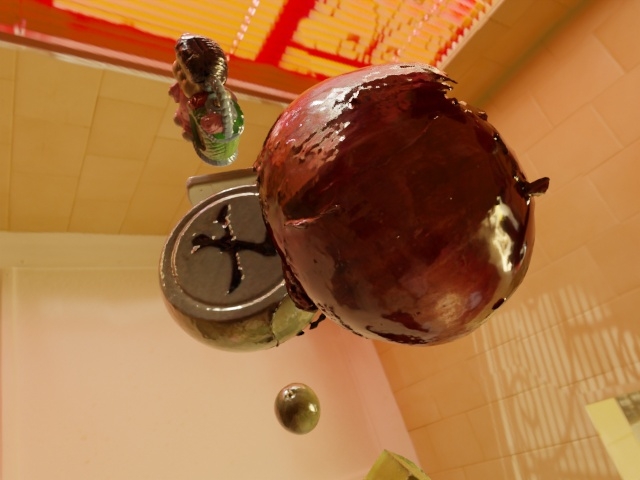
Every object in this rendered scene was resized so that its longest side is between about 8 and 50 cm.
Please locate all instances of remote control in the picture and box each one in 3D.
[{"bbox_3d":[-0.159,-0.102,0.888,0.190,0.087,0.029,-11,-119,-8],"label":"remote control"}]

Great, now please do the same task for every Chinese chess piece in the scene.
[{"bbox_3d":[-0.093,0.032,0.607,0.237,0.092,0.238,-6,-127,8],"label":"Chinese chess piece"}]

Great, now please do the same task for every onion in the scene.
[{"bbox_3d":[0.063,-0.028,0.455,0.276,0.276,0.276,19,-130,-24],"label":"onion"}]

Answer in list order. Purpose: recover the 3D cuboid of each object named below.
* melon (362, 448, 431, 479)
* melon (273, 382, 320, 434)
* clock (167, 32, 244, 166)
[{"bbox_3d":[0.064,0.493,0.747,0.323,0.196,0.124,-41,-93,-14],"label":"melon"},{"bbox_3d":[-0.070,0.501,1.389,0.139,0.139,0.192,-66,-32,-43],"label":"melon"},{"bbox_3d":[-0.212,-0.263,0.872,0.100,0.195,0.194,-24,-114,-25],"label":"clock"}]
